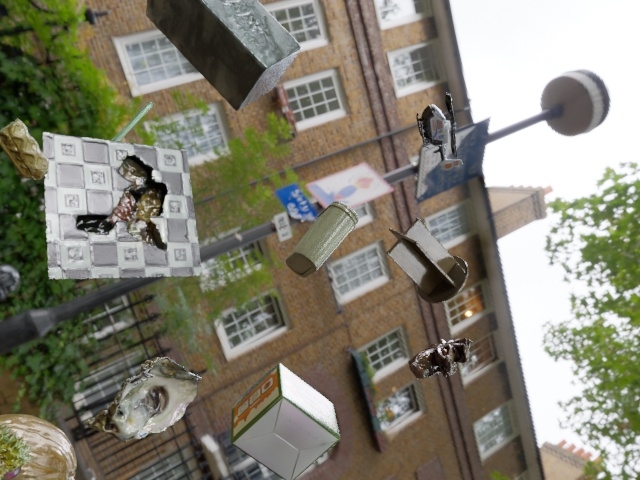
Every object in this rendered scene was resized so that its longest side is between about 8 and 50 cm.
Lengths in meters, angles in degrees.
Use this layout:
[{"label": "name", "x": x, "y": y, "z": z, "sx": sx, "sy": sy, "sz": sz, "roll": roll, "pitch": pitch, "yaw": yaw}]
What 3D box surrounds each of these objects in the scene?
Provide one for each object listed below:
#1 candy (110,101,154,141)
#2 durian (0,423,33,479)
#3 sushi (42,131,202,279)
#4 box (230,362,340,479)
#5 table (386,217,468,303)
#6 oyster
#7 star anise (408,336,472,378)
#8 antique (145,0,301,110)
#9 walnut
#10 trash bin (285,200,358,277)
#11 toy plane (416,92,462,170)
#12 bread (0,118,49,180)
[{"label": "candy", "x": -0.568, "y": -0.258, "z": 1.612, "sx": 0.093, "sy": 0.335, "sz": 0.092, "roll": 35, "pitch": -16, "yaw": 18}, {"label": "durian", "x": -0.596, "y": 0.381, "z": 1.095, "sx": 0.186, "sy": 0.108, "sz": 0.119, "roll": -14, "pitch": -109, "yaw": 35}, {"label": "sushi", "x": -0.480, "y": -0.070, "z": 1.428, "sx": 0.064, "sy": 0.359, "sz": 0.343, "roll": -25, "pitch": -110, "yaw": 49}, {"label": "box", "x": -0.087, "y": 0.437, "z": 1.432, "sx": 0.195, "sy": 0.177, "sz": 0.148, "roll": 42, "pitch": 11, "yaw": -19}, {"label": "table", "x": 0.294, "y": 0.051, "z": 1.701, "sx": 0.226, "sy": 0.167, "sz": 0.167, "roll": 44, "pitch": -12, "yaw": -32}, {"label": "oyster", "x": -0.387, "y": 0.358, "z": 1.343, "sx": 0.083, "sy": 0.214, "sz": 0.223, "roll": 35, "pitch": -1, "yaw": 41}, {"label": "star anise", "x": 0.347, "y": 0.352, "z": 1.732, "sx": 0.214, "sy": 0.220, "sz": 0.099, "roll": -34, "pitch": -101, "yaw": 42}, {"label": "antique", "x": -0.127, "y": -0.269, "z": 0.747, "sx": 0.183, "sy": 0.088, "sz": 0.086, "roll": 46, "pitch": -44, "yaw": -4}, {"label": "walnut", "x": -0.702, "y": 0.527, "z": 1.292, "sx": 0.252, "sy": 0.313, "sz": 0.277, "roll": -150, "pitch": -116, "yaw": -73}, {"label": "trash bin", "x": 0.000, "y": 0.000, "z": 2.112, "sx": 0.121, "sy": 0.247, "sz": 0.243, "roll": 41, "pitch": -20, "yaw": -4}, {"label": "toy plane", "x": 0.254, "y": -0.221, "z": 1.265, "sx": 0.053, "sy": 0.078, "sz": 0.197, "roll": -97, "pitch": 167, "yaw": -46}, {"label": "bread", "x": -0.531, "y": -0.158, "z": 1.063, "sx": 0.066, "sy": 0.060, "sz": 0.110, "roll": -6, "pitch": -54, "yaw": 27}]
